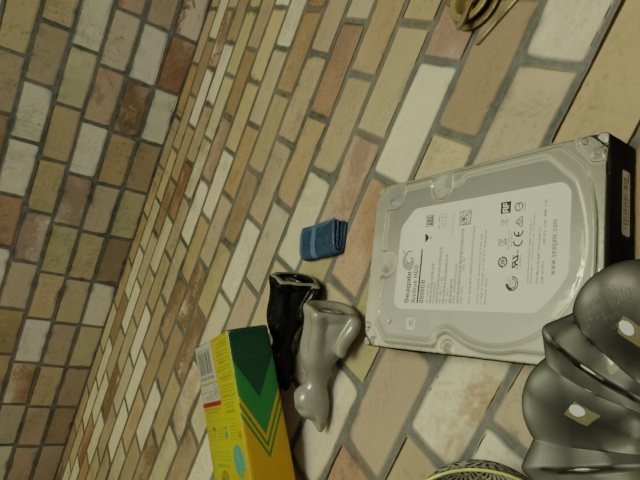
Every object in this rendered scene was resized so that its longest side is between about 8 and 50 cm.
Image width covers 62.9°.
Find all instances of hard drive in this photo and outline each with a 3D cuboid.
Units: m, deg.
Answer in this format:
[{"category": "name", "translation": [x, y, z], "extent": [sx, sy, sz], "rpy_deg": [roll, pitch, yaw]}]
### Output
[{"category": "hard drive", "translation": [0.189, 0.025, 0.633], "extent": [0.339, 0.064, 0.237], "rpy_deg": [-8, 71, 56]}]

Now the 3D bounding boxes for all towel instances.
[{"category": "towel", "translation": [0.000, 0.000, 0.951], "extent": [0.119, 0.029, 0.067], "rpy_deg": [-14, 67, 53]}]

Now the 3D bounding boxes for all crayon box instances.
[{"category": "crayon box", "translation": [-0.137, 0.327, 0.924], "extent": [0.202, 0.081, 0.319], "rpy_deg": [-34, 64, 56]}]

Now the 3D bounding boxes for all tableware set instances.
[{"category": "tableware set", "translation": [0.245, -0.382, 0.721], "extent": [0.194, 0.039, 0.128], "rpy_deg": [-49, 42, 35]}]

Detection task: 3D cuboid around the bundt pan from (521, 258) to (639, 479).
[{"category": "bundt pan", "translation": [0.271, 0.138, 0.324], "extent": [0.331, 0.124, 0.331], "rpy_deg": [-17, 68, 48]}]

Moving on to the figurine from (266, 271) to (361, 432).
[{"category": "figurine", "translation": [-0.030, 0.186, 0.889], "extent": [0.215, 0.092, 0.209], "rpy_deg": [31, 113, 55]}]

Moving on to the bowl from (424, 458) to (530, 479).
[{"category": "bowl", "translation": [0.164, 0.285, 0.529], "extent": [0.170, 0.170, 0.080], "rpy_deg": [-65, -9, 16]}]
